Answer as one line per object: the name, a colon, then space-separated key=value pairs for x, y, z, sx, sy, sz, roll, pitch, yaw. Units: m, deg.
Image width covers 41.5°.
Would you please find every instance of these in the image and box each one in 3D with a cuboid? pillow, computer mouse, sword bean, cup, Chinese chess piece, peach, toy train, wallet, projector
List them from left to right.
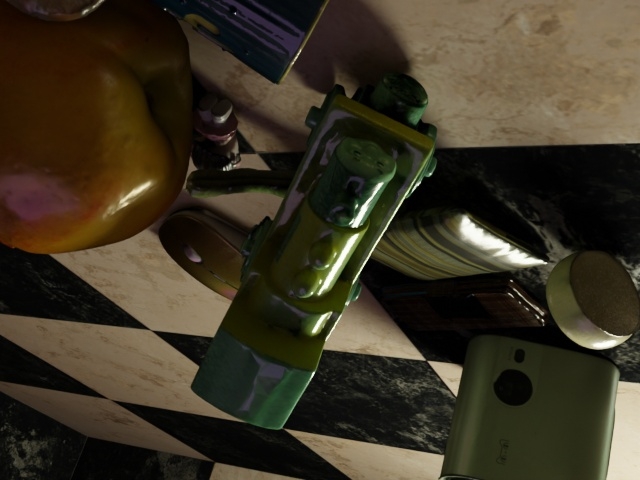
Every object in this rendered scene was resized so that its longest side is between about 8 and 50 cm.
peach: x=-0.279 y=-0.129 z=0.840 sx=0.308 sy=0.289 sz=0.289 roll=2 pitch=151 yaw=17
cup: x=-0.074 y=-0.224 z=0.712 sx=0.155 sy=0.131 sz=0.176 roll=28 pitch=179 yaw=-12
computer mouse: x=-0.113 y=0.050 z=1.338 sx=0.310 sy=0.072 sz=0.158 roll=31 pitch=150 yaw=-25
sword bean: x=-0.029 y=-0.063 z=1.026 sx=0.269 sy=0.043 sz=0.038 roll=4 pitch=168 yaw=-7
toy train: x=0.000 y=0.000 z=0.887 sx=0.150 sy=0.237 sz=0.369 roll=26 pitch=126 yaw=-3
pillow: x=0.148 y=0.006 z=1.075 sx=0.212 sy=0.052 sz=0.208 roll=-7 pitch=157 yaw=41
wallet: x=0.209 y=0.099 z=1.262 sx=0.230 sy=0.042 sz=0.124 roll=-5 pitch=149 yaw=43
projector: x=0.339 y=0.326 z=1.397 sx=0.248 sy=0.249 sz=0.248 roll=12 pitch=154 yaw=12
Chinese chess piece: x=0.333 y=0.072 z=1.031 sx=0.122 sy=0.122 sz=0.051 roll=26 pitch=144 yaw=-17

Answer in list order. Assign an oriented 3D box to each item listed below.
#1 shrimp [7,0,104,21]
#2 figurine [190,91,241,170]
shrimp: x=-0.242 y=-0.284 z=0.682 sx=0.223 sy=0.126 sz=0.047 roll=57 pitch=-179 yaw=-5
figurine: x=-0.133 y=-0.123 z=1.016 sx=0.072 sy=0.054 sz=0.129 roll=22 pitch=154 yaw=9
